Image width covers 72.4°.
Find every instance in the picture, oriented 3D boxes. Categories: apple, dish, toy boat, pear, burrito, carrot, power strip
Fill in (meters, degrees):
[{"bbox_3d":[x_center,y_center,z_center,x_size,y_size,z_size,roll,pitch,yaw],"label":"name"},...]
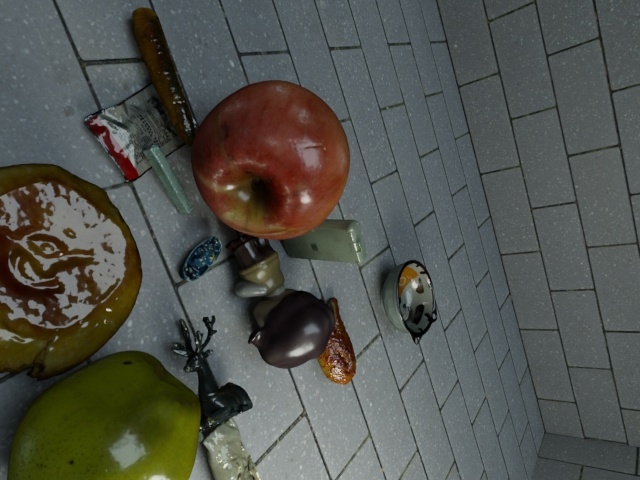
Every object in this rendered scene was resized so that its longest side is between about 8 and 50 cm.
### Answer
[{"bbox_3d":[-0.104,-0.188,1.016,0.364,0.364,0.363,11,75,-48],"label":"apple"},{"bbox_3d":[0.308,0.215,1.605,0.303,0.120,0.302,11,75,-48],"label":"dish"},{"bbox_3d":[-0.274,0.044,1.010,0.060,0.061,0.137,59,46,-24],"label":"toy boat"},{"bbox_3d":[-0.346,0.338,0.718,0.294,0.294,0.294,11,75,-48],"label":"pear"},{"bbox_3d":[-0.174,0.595,1.012,0.117,0.076,0.392,-33,107,-59],"label":"burrito"},{"bbox_3d":[-0.346,-0.358,0.977,0.066,0.066,0.314,-24,96,-48],"label":"carrot"},{"bbox_3d":[0.000,0.000,1.186,0.046,0.271,0.118,-50,132,-42],"label":"power strip"}]

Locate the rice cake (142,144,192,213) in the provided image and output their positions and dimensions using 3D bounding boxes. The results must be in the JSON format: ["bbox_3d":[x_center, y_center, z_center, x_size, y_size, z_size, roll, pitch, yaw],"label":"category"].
[{"bbox_3d":[-0.337,-0.133,0.972,0.029,0.033,0.170,-59,137,-44],"label":"rice cake"}]

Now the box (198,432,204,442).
[{"bbox_3d":[-0.284,0.383,0.885,0.060,0.063,0.084,-32,106,-46],"label":"box"}]

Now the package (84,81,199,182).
[{"bbox_3d":[-0.379,-0.250,0.962,0.154,0.030,0.239,58,43,-23],"label":"package"}]

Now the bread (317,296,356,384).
[{"bbox_3d":[0.042,0.297,1.306,0.139,0.095,0.268,1,78,-56],"label":"bread"}]

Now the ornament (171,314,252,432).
[{"bbox_3d":[-0.237,0.279,0.967,0.236,0.080,0.202,67,10,15],"label":"ornament"}]

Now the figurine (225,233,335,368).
[{"bbox_3d":[-0.126,0.161,1.112,0.365,0.206,0.218,51,20,2],"label":"figurine"}]

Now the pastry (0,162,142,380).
[{"bbox_3d":[-0.465,0.049,0.716,0.356,0.164,0.355,5,83,-47],"label":"pastry"}]
